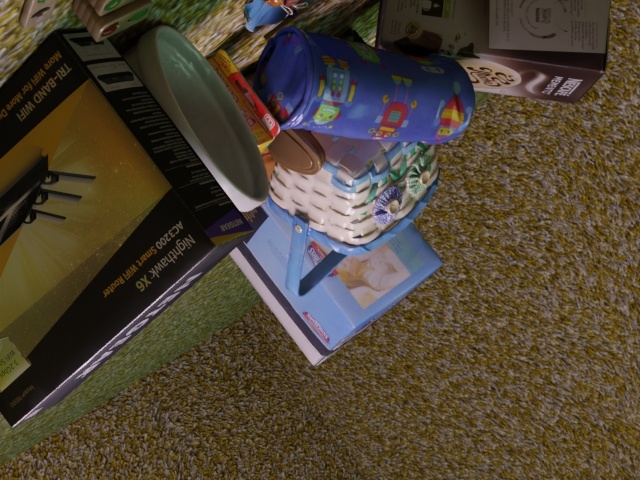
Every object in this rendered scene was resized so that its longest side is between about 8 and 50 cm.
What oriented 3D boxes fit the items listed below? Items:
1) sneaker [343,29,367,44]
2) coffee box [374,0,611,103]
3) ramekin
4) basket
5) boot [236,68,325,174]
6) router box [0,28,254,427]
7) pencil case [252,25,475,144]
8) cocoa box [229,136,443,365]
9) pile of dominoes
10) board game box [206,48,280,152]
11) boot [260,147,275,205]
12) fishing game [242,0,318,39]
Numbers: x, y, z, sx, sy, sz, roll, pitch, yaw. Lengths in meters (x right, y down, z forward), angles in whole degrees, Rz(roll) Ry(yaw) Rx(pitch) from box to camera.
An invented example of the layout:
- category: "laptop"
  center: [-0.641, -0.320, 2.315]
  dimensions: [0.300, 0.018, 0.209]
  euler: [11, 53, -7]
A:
- category: "sneaker"
  center: [0.029, -0.247, 1.910]
  dimensions: [0.083, 0.071, 0.190]
  euler: [-30, 173, -13]
- category: "coffee box"
  center: [0.228, -0.279, 1.746]
  dimensions: [0.297, 0.119, 0.168]
  euler: [7, 170, -1]
- category: "ramekin"
  center: [-0.152, -0.103, 1.300]
  dimensions: [0.109, 0.207, 0.207]
  euler: [-29, 176, 13]
- category: "basket"
  center: [0.044, -0.071, 1.830]
  dimensions: [0.255, 0.201, 0.289]
  euler: [-44, 159, -29]
- category: "boot"
  center: [-0.015, -0.174, 1.659]
  dimensions: [0.152, 0.197, 0.073]
  euler: [-27, 145, -28]
- category: "router box"
  center: [-0.250, -0.008, 1.210]
  dimensions: [0.309, 0.243, 0.081]
  euler: [-41, 174, 26]
- category: "pencil case"
  center: [0.055, -0.189, 1.590]
  dimensions: [0.306, 0.133, 0.119]
  euler: [2, 133, -43]
- category: "cocoa box"
  center: [0.000, 0.000, 2.290]
  dimensions: [0.231, 0.347, 0.228]
  euler: [-34, 173, -29]
- category: "pile of dominoes"
  center: [-0.130, -0.250, 1.020]
  dimensions: [0.196, 0.040, 0.251]
  euler: [-34, 174, -32]
- category: "board game box"
  center: [-0.147, -0.115, 1.577]
  dimensions: [0.039, 0.124, 0.259]
  euler: [-31, 171, -43]
- category: "boot"
  center: [-0.110, -0.120, 1.846]
  dimensions: [0.283, 0.109, 0.220]
  euler: [-43, 173, 39]
- category: "fishing game"
  center: [-0.011, -0.292, 1.432]
  dimensions: [0.189, 0.041, 0.264]
  euler: [-39, 175, -12]
